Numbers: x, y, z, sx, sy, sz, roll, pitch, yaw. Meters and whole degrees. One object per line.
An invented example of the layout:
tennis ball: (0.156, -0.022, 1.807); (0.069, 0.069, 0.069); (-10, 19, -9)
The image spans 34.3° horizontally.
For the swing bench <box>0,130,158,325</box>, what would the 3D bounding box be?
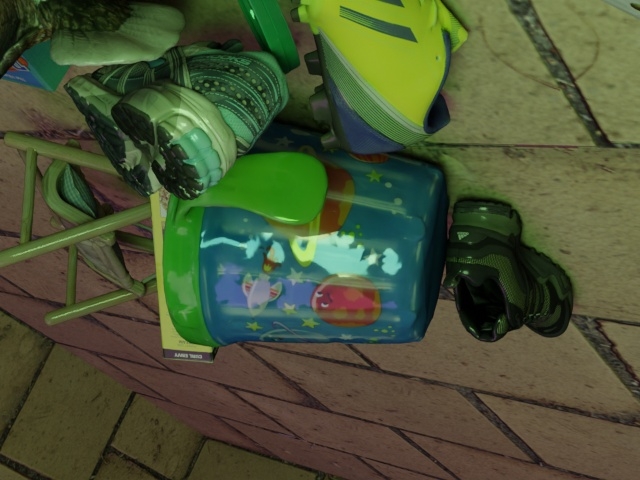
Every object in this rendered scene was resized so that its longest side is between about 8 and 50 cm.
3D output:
swing bench: (-0.230, -0.008, 1.257); (0.255, 0.165, 0.253); (-2, 158, -2)

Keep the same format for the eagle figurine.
eagle figurine: (-0.222, -0.187, 0.794); (0.226, 0.225, 0.298); (18, 151, -13)

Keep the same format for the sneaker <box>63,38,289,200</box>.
sneaker: (-0.111, -0.104, 0.830); (0.283, 0.122, 0.110); (22, 146, 59)

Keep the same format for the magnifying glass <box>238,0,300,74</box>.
magnifying glass: (-0.059, -0.208, 0.725); (0.092, 0.026, 0.231); (62, 178, 39)

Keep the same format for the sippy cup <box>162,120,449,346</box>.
sippy cup: (0.000, 0.000, 0.974); (0.224, 0.305, 0.240); (8, 112, 14)

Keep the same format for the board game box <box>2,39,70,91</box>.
board game box: (-0.361, -0.236, 1.018); (0.160, 0.047, 0.210); (15, 159, 24)

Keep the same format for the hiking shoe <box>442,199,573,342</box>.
hiking shoe: (0.178, 0.056, 1.033); (0.086, 0.114, 0.227); (7, 154, 42)

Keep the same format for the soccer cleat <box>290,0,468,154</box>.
soccer cleat: (0.041, -0.162, 0.721); (0.121, 0.093, 0.289); (-9, 150, 3)

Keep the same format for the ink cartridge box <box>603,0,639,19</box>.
ink cartridge box: (0.232, -0.154, 0.577); (0.145, 0.045, 0.179); (25, 179, -4)

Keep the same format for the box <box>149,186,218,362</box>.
box: (-0.132, 0.005, 1.055); (0.058, 0.087, 0.232); (3, 117, 7)
